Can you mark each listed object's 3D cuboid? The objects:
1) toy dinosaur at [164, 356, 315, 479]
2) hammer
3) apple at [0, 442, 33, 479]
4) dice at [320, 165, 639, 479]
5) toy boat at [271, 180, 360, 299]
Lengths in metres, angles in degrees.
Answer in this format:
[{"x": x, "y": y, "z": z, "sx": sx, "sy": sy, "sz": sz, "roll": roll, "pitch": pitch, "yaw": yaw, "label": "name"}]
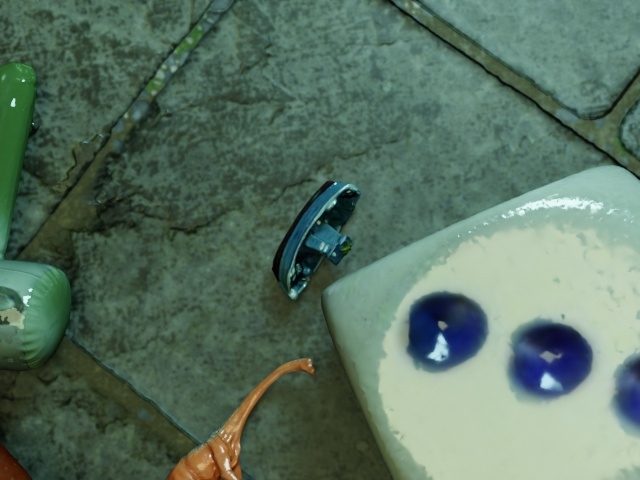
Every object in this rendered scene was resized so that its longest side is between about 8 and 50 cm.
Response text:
[{"x": -0.102, "y": 0.234, "z": 1.123, "sx": 0.279, "sy": 0.055, "sz": 0.101, "roll": -36, "pitch": 60, "yaw": 2, "label": "toy dinosaur"}, {"x": -0.354, "y": -0.032, "z": 1.151, "sx": 0.206, "sy": 0.119, "sz": 0.335, "roll": 7, "pitch": 77, "yaw": 4, "label": "hammer"}, {"x": -0.398, "y": 0.302, "z": 1.055, "sx": 0.260, "sy": 0.216, "sz": 0.260, "roll": 0, "pitch": 85, "yaw": 3, "label": "apple"}, {"x": 0.185, "y": 0.107, "z": 0.994, "sx": 0.304, "sy": 0.304, "sz": 0.277, "roll": -25, "pitch": 82, "yaw": 0, "label": "dice"}, {"x": 0.000, "y": 0.000, "z": 1.141, "sx": 0.061, "sy": 0.060, "sz": 0.137, "roll": 33, "pitch": 83, "yaw": 28, "label": "toy boat"}]
